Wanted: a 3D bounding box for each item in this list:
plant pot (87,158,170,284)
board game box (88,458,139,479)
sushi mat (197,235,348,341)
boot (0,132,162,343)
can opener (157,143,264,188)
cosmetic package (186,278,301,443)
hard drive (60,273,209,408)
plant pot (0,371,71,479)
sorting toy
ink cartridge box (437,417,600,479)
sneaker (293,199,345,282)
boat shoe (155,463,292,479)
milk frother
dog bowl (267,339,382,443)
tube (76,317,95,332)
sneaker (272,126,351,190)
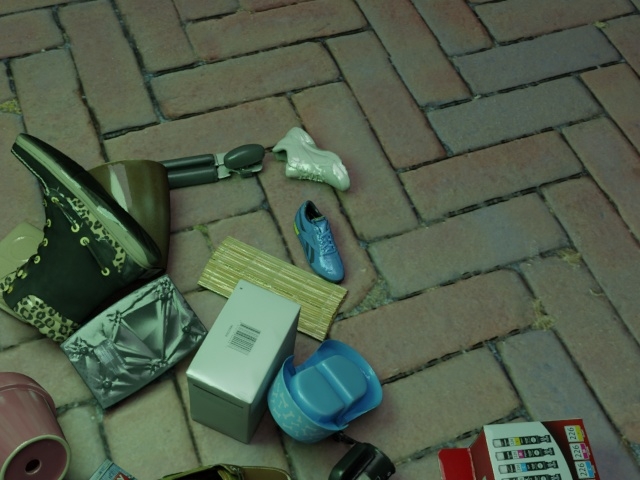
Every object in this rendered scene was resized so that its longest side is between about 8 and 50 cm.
[{"bbox_3d":[-0.415,-0.029,1.699,0.215,0.215,0.230,-14,74,-14],"label":"plant pot"},{"bbox_3d":[-0.389,0.476,1.365,0.194,0.060,0.194,36,36,0],"label":"board game box"},{"bbox_3d":[-0.106,0.104,1.733,0.317,0.019,0.151,24,56,10],"label":"sushi mat"},{"bbox_3d":[-0.542,-0.002,1.561,0.377,0.138,0.284,44,95,-3],"label":"boot"},{"bbox_3d":[-0.276,-0.190,1.867,0.283,0.095,0.076,-10,57,-12],"label":"can opener"},{"bbox_3d":[-0.148,0.240,1.514,0.138,0.224,0.224,23,57,7],"label":"cosmetic package"},{"bbox_3d":[-0.374,0.204,1.576,0.255,0.054,0.172,-35,86,-15],"label":"hard drive"},{"bbox_3d":[-0.544,0.361,1.376,0.201,0.201,0.180,-39,44,-27],"label":"plant pot"},{"bbox_3d":[-0.643,0.069,1.696,0.193,0.038,0.208,28,54,13],"label":"sorting toy"},{"bbox_3d":[0.385,0.509,1.445,0.272,0.130,0.309,-3,57,-7],"label":"ink cartridge box"},{"bbox_3d":[0.000,0.000,1.772,0.069,0.082,0.209,-11,58,-27],"label":"sneaker"},{"bbox_3d":[-0.173,0.459,1.390,0.307,0.104,0.110,-2,51,-32],"label":"boat shoe"},{"bbox_3d":[0.043,0.443,1.487,0.135,0.129,0.143,-43,26,-28],"label":"milk frother"},{"bbox_3d":[0.006,0.293,1.495,0.166,0.074,0.297,50,25,15],"label":"dog bowl"},{"bbox_3d":[-0.415,0.186,1.631,0.207,0.052,0.080,-11,68,-10],"label":"tube"},{"bbox_3d":[-0.026,-0.177,1.901,0.115,0.090,0.232,-40,59,-20],"label":"sneaker"}]
